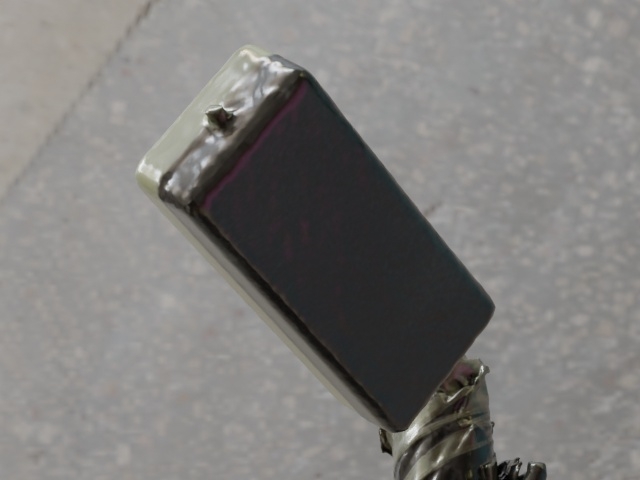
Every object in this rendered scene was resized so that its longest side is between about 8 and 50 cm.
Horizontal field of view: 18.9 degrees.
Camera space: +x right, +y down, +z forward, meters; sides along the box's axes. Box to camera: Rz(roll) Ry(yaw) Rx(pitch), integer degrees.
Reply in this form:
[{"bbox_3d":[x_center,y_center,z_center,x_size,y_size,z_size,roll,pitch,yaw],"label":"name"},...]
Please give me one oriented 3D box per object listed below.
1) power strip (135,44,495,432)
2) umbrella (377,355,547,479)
[{"bbox_3d":[0.000,0.000,1.088,0.070,0.256,0.105,27,73,44],"label":"power strip"},{"bbox_3d":[0.110,0.260,1.391,0.113,0.106,0.357,124,143,-61],"label":"umbrella"}]
